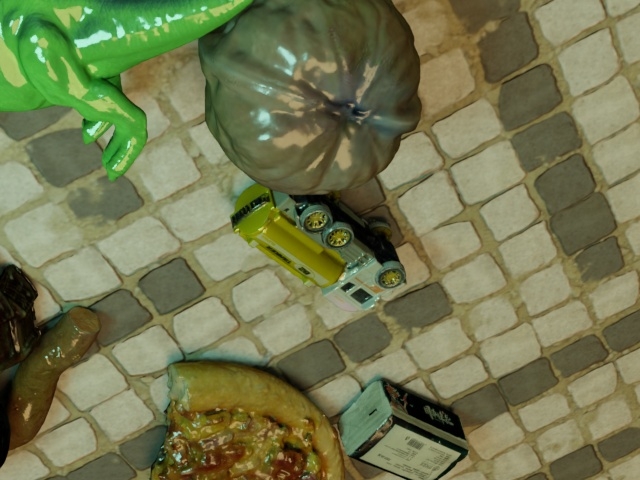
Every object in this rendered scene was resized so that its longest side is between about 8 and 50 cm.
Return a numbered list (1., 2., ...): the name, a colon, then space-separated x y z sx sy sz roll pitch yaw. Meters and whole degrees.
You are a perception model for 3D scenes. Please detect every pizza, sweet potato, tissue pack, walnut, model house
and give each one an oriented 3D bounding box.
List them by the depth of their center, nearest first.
1. walnut: -0.015 -0.172 1.478 0.248 0.248 0.248 -10 132 -11
2. model house: -0.410 0.084 1.657 0.165 0.106 0.152 -37 139 -47
3. sweet potato: -0.368 0.197 1.789 0.067 0.059 0.281 23 119 -23
4. pizza: -0.111 0.309 1.945 0.278 0.114 0.408 -31 126 -1
5. tissue pack: 0.119 0.278 2.011 0.170 0.090 0.103 30 115 -35

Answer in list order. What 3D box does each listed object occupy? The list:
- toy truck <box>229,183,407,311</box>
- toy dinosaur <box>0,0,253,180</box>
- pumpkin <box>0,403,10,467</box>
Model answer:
1. toy truck: 0.000 0.000 1.723 0.114 0.098 0.227 -38 129 20
2. toy dinosaur: -0.285 -0.251 1.368 0.375 0.144 0.500 31 121 -22
3. pumpkin: -0.478 0.236 1.728 0.202 0.140 0.202 -3 148 -2
